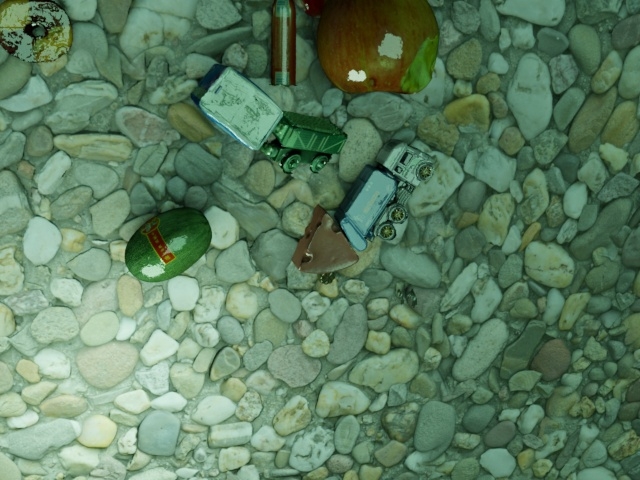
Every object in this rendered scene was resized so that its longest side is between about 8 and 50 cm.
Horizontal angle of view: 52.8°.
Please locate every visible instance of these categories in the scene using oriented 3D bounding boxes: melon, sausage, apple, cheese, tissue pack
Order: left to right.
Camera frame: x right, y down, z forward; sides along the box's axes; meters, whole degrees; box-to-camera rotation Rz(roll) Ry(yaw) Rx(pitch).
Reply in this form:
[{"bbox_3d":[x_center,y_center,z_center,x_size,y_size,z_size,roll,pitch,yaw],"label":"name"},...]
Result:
[{"bbox_3d":[-0.446,0.018,1.859,0.287,0.182,0.182,-37,113,-1],"label":"melon"},{"bbox_3d":[-0.231,-0.369,1.749,0.198,0.263,0.146,37,95,-23],"label":"tissue pack"},{"bbox_3d":[-0.102,-0.571,1.824,0.083,0.083,0.264,-2,106,-15],"label":"sausage"},{"bbox_3d":[-0.008,0.026,2.010,0.177,0.128,0.203,-37,114,-2],"label":"cheese"},{"bbox_3d":[0.159,-0.553,1.765,0.339,0.339,0.340,-5,108,-14],"label":"apple"}]

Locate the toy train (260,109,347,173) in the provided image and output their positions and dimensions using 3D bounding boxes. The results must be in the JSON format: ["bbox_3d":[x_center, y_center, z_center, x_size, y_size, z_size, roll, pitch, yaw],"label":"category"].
[{"bbox_3d":[-0.046,-0.278,1.868,0.269,0.115,0.154,1,129,-45],"label":"toy train"}]

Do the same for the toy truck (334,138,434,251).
[{"bbox_3d":[0.194,-0.139,2.006,0.175,0.146,0.367,31,97,-18],"label":"toy truck"}]

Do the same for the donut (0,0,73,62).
[{"bbox_3d":[-0.733,-0.541,1.659,0.183,0.073,0.166,-14,109,-12],"label":"donut"}]

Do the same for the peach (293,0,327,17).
[{"bbox_3d":[-0.018,-0.761,1.774,0.189,0.068,0.279,-32,109,-23],"label":"peach"}]

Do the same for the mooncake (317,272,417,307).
[{"bbox_3d":[0.155,0.156,2.142,0.346,0.057,0.150,0,120,-9],"label":"mooncake"}]
